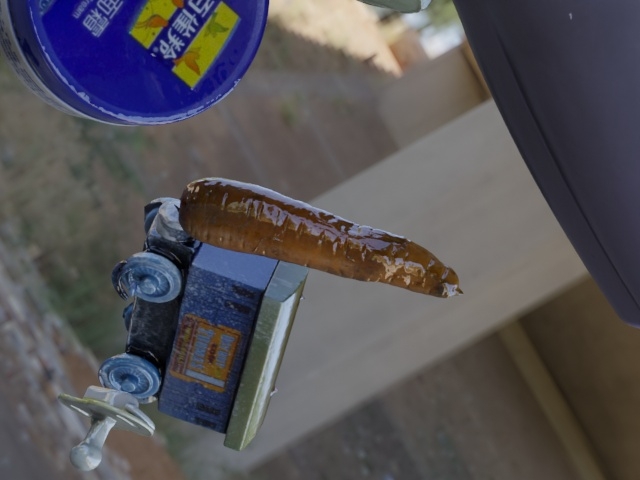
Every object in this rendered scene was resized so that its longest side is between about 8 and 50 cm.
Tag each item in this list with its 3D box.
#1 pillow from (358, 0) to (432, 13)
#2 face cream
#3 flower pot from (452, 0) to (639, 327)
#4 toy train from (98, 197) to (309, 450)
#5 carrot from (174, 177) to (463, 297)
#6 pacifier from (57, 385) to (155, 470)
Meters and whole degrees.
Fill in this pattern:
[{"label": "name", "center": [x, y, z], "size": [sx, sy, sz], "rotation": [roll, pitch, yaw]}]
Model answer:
[{"label": "pillow", "center": [-0.034, -0.332, 1.378], "size": [0.255, 0.120, 0.322], "rotation": [17, -44, 44]}, {"label": "face cream", "center": [-0.151, -0.192, 1.379], "size": [0.111, 0.206, 0.206], "rotation": [11, -46, 61]}, {"label": "flower pot", "center": [0.221, -0.082, 1.008], "size": [0.265, 0.265, 0.243], "rotation": [-125, -161, -76]}, {"label": "toy train", "center": [-0.128, 0.086, 1.974], "size": [0.299, 0.202, 0.131], "rotation": [106, 3, -45]}, {"label": "carrot", "center": [0.000, 0.000, 1.457], "size": [0.248, 0.059, 0.059], "rotation": [16, -6, 4]}, {"label": "pacifier", "center": [-0.160, 0.141, 1.310], "size": [0.083, 0.064, 0.068], "rotation": [6, -27, 44]}]
